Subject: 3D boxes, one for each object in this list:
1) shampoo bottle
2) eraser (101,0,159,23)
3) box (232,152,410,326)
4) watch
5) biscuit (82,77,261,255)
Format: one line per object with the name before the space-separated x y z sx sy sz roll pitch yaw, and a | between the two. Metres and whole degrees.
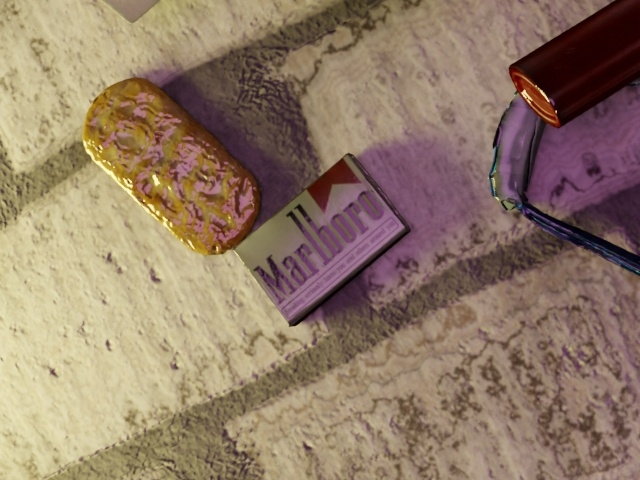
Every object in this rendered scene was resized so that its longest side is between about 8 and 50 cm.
shampoo bottle | 0.330 -0.217 1.888 0.260 0.064 0.102 -31 39 -6
eraser | -0.132 -0.443 1.967 0.397 0.082 0.213 -38 79 12
box | 0.000 0.000 2.033 0.177 0.036 0.115 -40 78 12
watch | 0.335 -0.112 1.923 0.274 0.068 0.276 24 94 16
biscuit | -0.174 -0.087 2.089 0.247 0.029 0.118 42 99 13
